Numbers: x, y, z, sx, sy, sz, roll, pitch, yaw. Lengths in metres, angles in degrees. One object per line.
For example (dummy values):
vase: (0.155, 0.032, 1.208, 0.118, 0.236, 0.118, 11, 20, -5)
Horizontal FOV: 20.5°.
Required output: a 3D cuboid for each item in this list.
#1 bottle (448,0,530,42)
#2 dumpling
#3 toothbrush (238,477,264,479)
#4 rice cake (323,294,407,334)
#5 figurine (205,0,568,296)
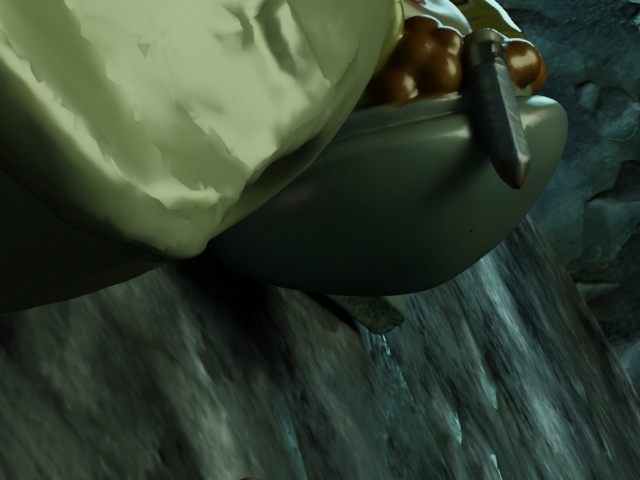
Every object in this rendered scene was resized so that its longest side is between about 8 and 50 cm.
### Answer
bottle: (-0.023, -0.209, 1.231, 0.351, 0.171, 0.171, 53, 9, 16)
dumpling: (-0.122, -0.139, 0.539, 0.315, 0.233, 0.395, 61, -1, -18)
toothbrush: (0.036, 0.176, 0.953, 0.375, 0.028, 0.037, 44, 28, -57)
rice cake: (0.000, 0.000, 1.183, 0.222, 0.042, 0.080, 37, 29, -63)
figurine: (-0.050, -0.115, 0.991, 0.382, 0.205, 0.224, 40, -4, 3)
